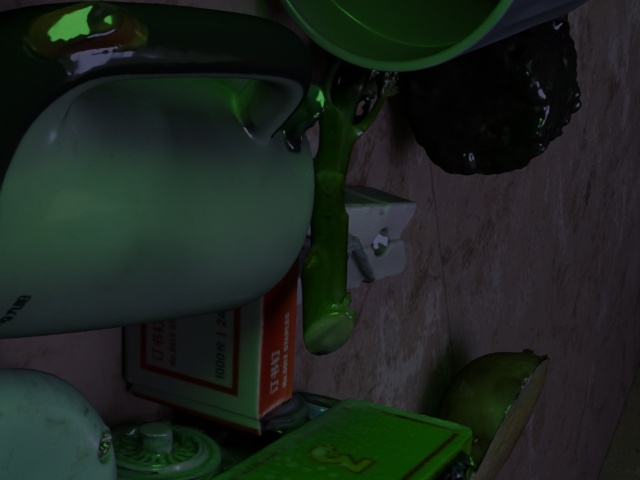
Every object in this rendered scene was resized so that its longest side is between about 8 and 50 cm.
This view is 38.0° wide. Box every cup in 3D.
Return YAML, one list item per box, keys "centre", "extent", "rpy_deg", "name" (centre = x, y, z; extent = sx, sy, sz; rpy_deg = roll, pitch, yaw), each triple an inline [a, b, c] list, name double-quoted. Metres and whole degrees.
- centre: [0.109, -0.325, 0.795]
  extent: [0.327, 0.237, 0.323]
  rpy_deg: [-34, 100, -52]
  name: "cup"

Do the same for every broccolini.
- centre: [0.035, -0.069, 0.747]
  extent: [0.079, 0.074, 0.392]
  rpy_deg: [39, 35, -30]
  name: "broccolini"

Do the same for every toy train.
- centre: [-0.033, 0.220, 0.708]
  extent: [0.307, 0.249, 0.173]
  rpy_deg: [-14, 112, -59]
  name: "toy train"

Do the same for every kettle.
- centre: [-0.115, -0.046, 0.483]
  extent: [0.255, 0.240, 0.165]
  rpy_deg: [0, 63, -59]
  name: "kettle"

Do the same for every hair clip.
- centre: [0.004, 0.001, 0.855]
  extent: [0.331, 0.085, 0.101]
  rpy_deg: [-6, 109, -63]
  name: "hair clip"

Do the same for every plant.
- centre: [0.197, -0.187, 1.046]
  extent: [0.234, 0.178, 0.204]
  rpy_deg: [-62, 140, -47]
  name: "plant"

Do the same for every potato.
- centre: [0.232, 0.270, 1.378]
  extent: [0.239, 0.116, 0.299]
  rpy_deg: [-53, 156, -28]
  name: "potato"

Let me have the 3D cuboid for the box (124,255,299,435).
- centre: [-0.079, 0.016, 0.666]
  extent: [0.050, 0.123, 0.229]
  rpy_deg: [-28, 127, -59]
  name: "box"

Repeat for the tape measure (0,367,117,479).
- centre: [-0.209, 0.170, 0.485]
  extent: [0.246, 0.125, 0.243]
  rpy_deg: [-24, 122, -56]
  name: "tape measure"

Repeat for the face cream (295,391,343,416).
- centre: [-0.023, 0.272, 0.937]
  extent: [0.075, 0.075, 0.229]
  rpy_deg: [12, 92, -63]
  name: "face cream"
